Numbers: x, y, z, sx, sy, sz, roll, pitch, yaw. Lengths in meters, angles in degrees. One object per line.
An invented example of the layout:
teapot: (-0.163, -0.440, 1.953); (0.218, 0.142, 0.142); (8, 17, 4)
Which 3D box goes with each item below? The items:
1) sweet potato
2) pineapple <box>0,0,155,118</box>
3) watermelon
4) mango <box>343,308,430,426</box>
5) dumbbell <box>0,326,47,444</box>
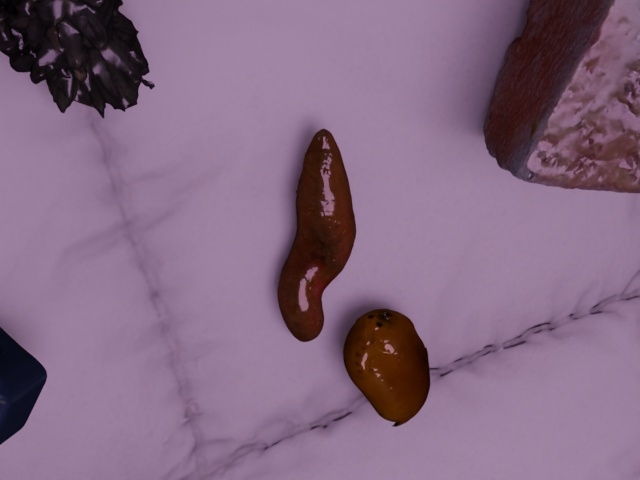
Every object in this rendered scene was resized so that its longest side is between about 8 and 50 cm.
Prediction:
sweet potato: (-0.001, 0.001, 0.981); (0.058, 0.055, 0.202); (13, 110, 12)
pineapple: (-0.220, -0.234, 0.737); (0.202, 0.202, 0.362); (-39, 130, -4)
watermelon: (0.223, -0.147, 0.960); (0.201, 0.213, 0.261); (-22, 111, 5)
mango: (0.062, 0.116, 1.046); (0.077, 0.063, 0.127); (-32, 123, -14)
dumbbell: (-0.339, 0.205, 0.874); (0.144, 0.156, 0.316); (12, 107, -56)
